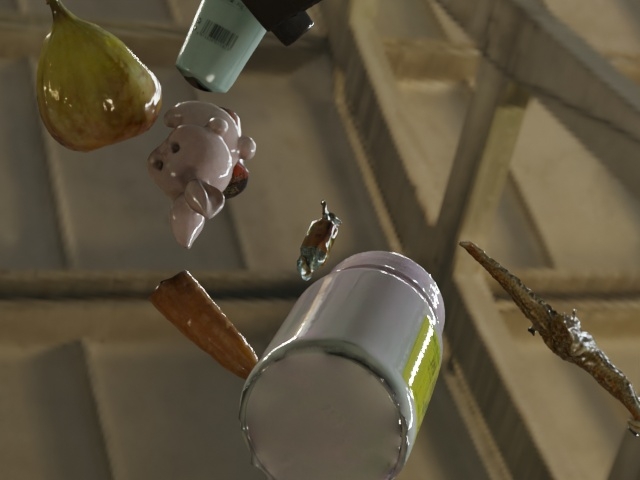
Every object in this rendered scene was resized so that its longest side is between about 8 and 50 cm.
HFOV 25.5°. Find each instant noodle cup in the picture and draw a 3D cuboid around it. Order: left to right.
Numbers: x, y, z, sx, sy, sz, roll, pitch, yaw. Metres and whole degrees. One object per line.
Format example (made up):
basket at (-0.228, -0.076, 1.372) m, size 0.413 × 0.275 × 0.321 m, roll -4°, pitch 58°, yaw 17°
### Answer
instant noodle cup at (-0.188, -0.160, 2.515) m, size 0.127 × 0.127 × 0.136 m, roll 7°, pitch -129°, yaw -10°

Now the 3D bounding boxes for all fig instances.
fig at (-0.313, -0.234, 1.814) m, size 0.159 × 0.257 × 0.159 m, roll -19°, pitch -149°, yaw 11°

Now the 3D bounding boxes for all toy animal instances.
toy animal at (-0.157, -0.091, 1.719) m, size 0.124 × 0.124 × 0.212 m, roll 13°, pitch -152°, yaw 0°

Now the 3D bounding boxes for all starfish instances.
starfish at (0.261, 0.103, 1.475) m, size 0.295 × 0.048 × 0.231 m, roll 46°, pitch -178°, yaw -17°

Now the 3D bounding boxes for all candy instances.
candy at (0.000, 0.000, 2.302) m, size 0.046 × 0.053 × 0.182 m, roll -3°, pitch -141°, yaw 21°

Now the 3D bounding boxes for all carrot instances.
carrot at (-0.146, 0.129, 1.965) m, size 0.205 × 0.072 × 0.072 m, roll 44°, pitch -145°, yaw 6°

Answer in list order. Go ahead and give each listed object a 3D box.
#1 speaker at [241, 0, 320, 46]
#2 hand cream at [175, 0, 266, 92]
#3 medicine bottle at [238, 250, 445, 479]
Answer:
speaker at (-0.023, -0.348, 1.247) m, size 0.254 × 0.184 × 0.232 m, roll 49°, pitch -150°, yaw -27°
hand cream at (-0.072, -0.319, 1.644) m, size 0.109 × 0.321 × 0.067 m, roll 30°, pitch -173°, yaw 14°
medicine bottle at (0.041, 0.158, 1.796) m, size 0.213 × 0.214 × 0.379 m, roll 17°, pitch -158°, yaw 7°
